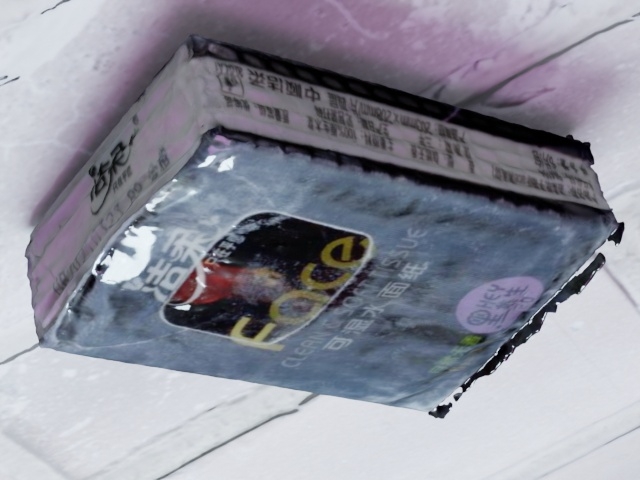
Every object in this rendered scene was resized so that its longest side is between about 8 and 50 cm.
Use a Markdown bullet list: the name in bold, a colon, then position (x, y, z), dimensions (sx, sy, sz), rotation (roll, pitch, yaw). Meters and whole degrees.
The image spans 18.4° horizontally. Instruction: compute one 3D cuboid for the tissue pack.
- **tissue pack**: position (0.000, 0.000, 1.419), dimensions (0.361, 0.122, 0.259), rotation (13, 136, -34)
